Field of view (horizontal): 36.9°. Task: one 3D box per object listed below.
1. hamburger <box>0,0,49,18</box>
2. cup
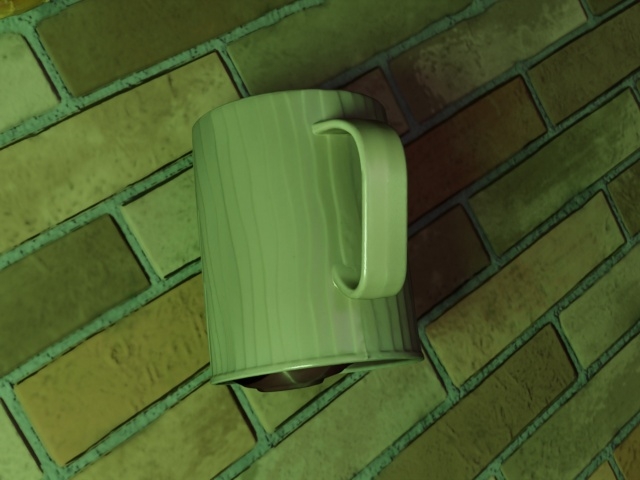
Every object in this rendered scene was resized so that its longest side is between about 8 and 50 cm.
[{"bbox_3d":[-0.315,-0.330,0.810,0.243,0.146,0.286,-32,122,-7],"label":"hamburger"},{"bbox_3d":[-0.019,0.002,0.917,0.208,0.288,0.273,-7,79,3],"label":"cup"}]
